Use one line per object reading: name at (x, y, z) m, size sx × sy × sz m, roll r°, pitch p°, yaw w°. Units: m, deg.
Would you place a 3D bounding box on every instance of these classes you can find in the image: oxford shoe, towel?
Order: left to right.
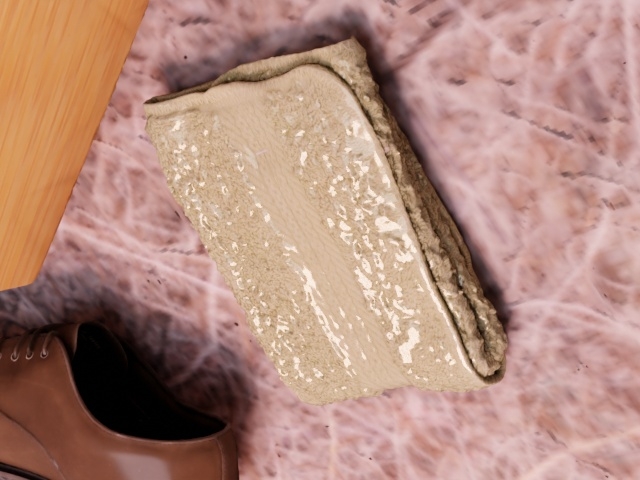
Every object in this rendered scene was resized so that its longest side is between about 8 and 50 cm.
oxford shoe at (-0.131, 0.071, 0.576) m, size 0.227 × 0.083 × 0.096 m, roll 20°, pitch 108°, yaw 21°
towel at (0.000, 0.000, 0.464) m, size 0.110 × 0.027 × 0.148 m, roll -12°, pitch 114°, yaw 38°

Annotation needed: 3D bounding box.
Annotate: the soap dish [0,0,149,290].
soap dish at (-0.167, -0.126, 0.416) m, size 0.229 × 0.118 × 0.291 m, roll 36°, pitch 132°, yaw 5°
